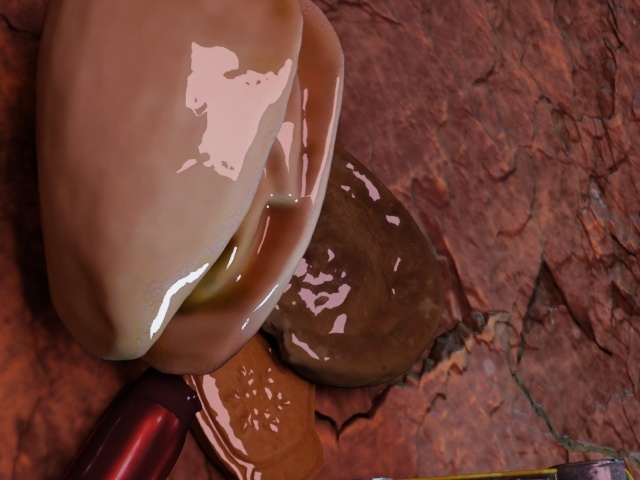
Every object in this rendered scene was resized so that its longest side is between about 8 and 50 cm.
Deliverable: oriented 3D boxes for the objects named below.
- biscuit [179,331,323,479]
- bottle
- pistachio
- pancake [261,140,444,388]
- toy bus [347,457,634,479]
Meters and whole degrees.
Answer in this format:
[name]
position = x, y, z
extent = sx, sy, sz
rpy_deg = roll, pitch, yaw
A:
[biscuit]
position = -0.043, 0.112, 0.839
extent = 0.118, 0.023, 0.140
rpy_deg = -37, 95, -45
[bottle]
position = -0.128, 0.147, 0.726
extent = 0.060, 0.060, 0.164
rpy_deg = 44, 47, -15
[pistachio]
position = -0.096, -0.073, 0.766
extent = 0.193, 0.213, 0.318
rpy_deg = 32, 58, -51
[pancake]
position = 0.001, -0.001, 0.908
extent = 0.222, 0.042, 0.236
rpy_deg = -13, 70, -42
[toy bus]
position = 0.082, 0.230, 0.800
extent = 0.330, 0.152, 0.144
rpy_deg = 6, 71, -37
